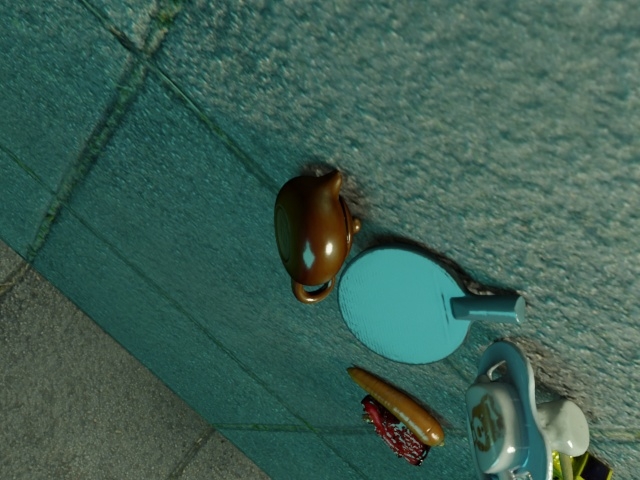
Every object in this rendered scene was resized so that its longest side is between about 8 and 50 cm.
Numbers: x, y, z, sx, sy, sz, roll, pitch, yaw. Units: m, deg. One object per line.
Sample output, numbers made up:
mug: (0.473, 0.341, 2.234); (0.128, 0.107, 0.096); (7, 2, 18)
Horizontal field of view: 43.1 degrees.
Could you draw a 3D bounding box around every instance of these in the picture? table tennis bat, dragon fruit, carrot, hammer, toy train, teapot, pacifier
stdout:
table tennis bat: (0.168, 0.105, 1.298); (0.329, 0.044, 0.215); (-2, 109, 36)
dragon fruit: (0.170, 0.424, 1.841); (0.192, 0.092, 0.122); (37, 155, 5)
carrot: (0.167, 0.358, 1.785); (0.271, 0.062, 0.066); (38, -167, 14)
hammer: (0.437, 0.415, 1.416); (0.062, 0.013, 0.199); (1, 121, 32)
toy train: (0.437, 0.418, 1.485); (0.219, 0.089, 0.127); (37, 144, 6)
teapot: (0.000, 0.000, 1.313); (0.178, 0.135, 0.252); (-112, 20, -53)
pacifier: (0.345, 0.305, 1.330); (0.207, 0.279, 0.227); (-2, 155, -12)
